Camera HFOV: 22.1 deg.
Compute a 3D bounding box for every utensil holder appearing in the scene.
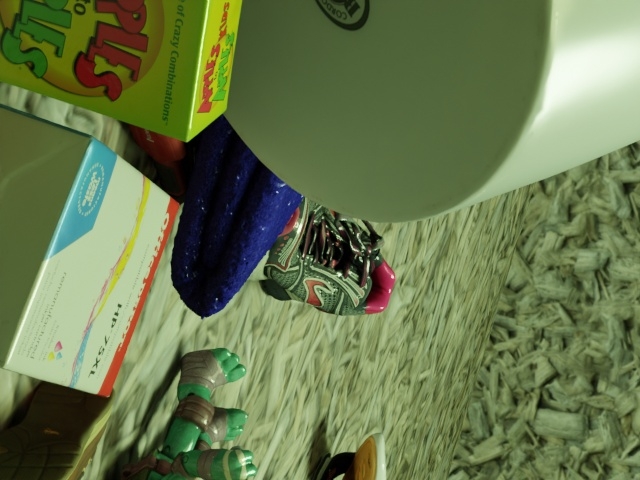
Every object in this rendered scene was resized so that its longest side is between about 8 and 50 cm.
[{"bbox_3d":[0.140,-0.206,1.031,0.385,0.327,0.328,-23,136,-39],"label":"utensil holder"}]

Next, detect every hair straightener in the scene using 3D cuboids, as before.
[{"bbox_3d":[-0.091,-0.087,1.157,0.230,0.047,0.089,72,39,-69],"label":"hair straightener"}]

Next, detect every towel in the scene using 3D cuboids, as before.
[{"bbox_3d":[-0.005,-0.101,1.232,0.308,0.076,0.228,-56,167,-48],"label":"towel"}]

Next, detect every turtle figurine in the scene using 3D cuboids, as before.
[{"bbox_3d":[-0.109,0.211,1.341,0.175,0.118,0.234,116,-11,-45],"label":"turtle figurine"}]

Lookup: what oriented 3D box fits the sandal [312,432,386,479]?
[{"bbox_3d":[0.026,0.311,2.099,0.265,0.076,0.102,108,-16,-58],"label":"sandal"}]

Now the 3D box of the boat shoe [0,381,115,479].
[{"bbox_3d":[-0.185,0.152,1.066,0.178,0.064,0.060,-53,155,-60],"label":"boat shoe"}]

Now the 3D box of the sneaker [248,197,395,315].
[{"bbox_3d":[0.000,0.000,1.503,0.299,0.112,0.121,40,69,-75],"label":"sneaker"}]

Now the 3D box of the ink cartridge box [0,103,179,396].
[{"bbox_3d":[-0.155,0.014,0.968,0.231,0.078,0.134,43,66,-76],"label":"ink cartridge box"}]

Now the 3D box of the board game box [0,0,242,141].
[{"bbox_3d":[-0.124,-0.115,0.694,0.043,0.181,0.092,-49,154,-58],"label":"board game box"}]
